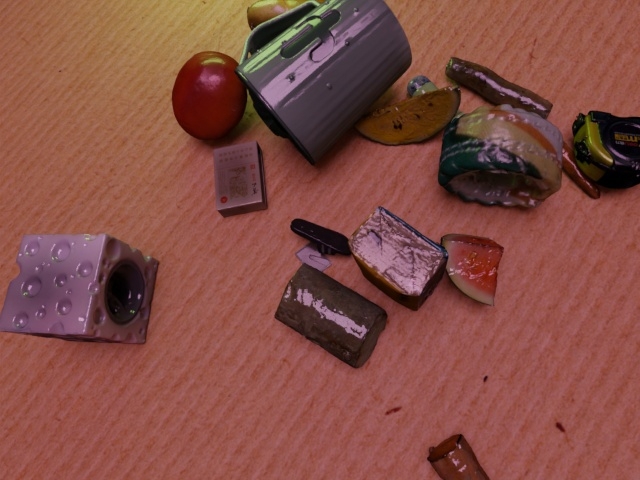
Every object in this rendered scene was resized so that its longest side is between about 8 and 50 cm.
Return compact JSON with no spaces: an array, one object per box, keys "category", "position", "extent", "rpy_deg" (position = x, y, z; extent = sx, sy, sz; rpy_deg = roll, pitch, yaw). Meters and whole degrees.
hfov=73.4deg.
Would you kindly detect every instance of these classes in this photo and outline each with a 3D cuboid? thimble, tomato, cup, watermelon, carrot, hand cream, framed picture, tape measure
[{"category":"thimble","position":[0.432,-0.191,1.031],"extent":[0.287,0.254,0.168],"rpy_deg":[16,77,-13]},{"category":"tomato","position":[-0.328,-0.426,1.253],"extent":[0.259,0.179,0.260],"rpy_deg":[-22,58,39]},{"category":"cup","position":[-0.021,-0.461,1.121],"extent":[0.392,0.310,0.401],"rpy_deg":[-40,94,3]},{"category":"watermelon","position":[0.362,0.066,1.019],"extent":[0.137,0.192,0.146],"rpy_deg":[18,107,53]},{"category":"carrot","position":[0.652,-0.186,1.101],"extent":[0.047,0.047,0.191],"rpy_deg":[-30,71,-1]},{"category":"hand cream","position":[0.319,-0.397,1.229],"extent":[0.095,0.046,0.175],"rpy_deg":[-34,76,-3]},{"category":"watermelon","position":[0.245,-0.341,1.166],"extent":[0.300,0.129,0.123],"rpy_deg":[-11,76,33]},{"category":"framed picture","position":[-0.019,0.049,1.155],"extent":[0.066,0.007,0.089],"rpy_deg":[-38,70,-4]},{"category":"carrot","position":[0.333,0.539,0.886],"extent":[0.101,0.102,0.263],"rpy_deg":[-34,71,-3]},{"category":"tape measure","position":[0.717,-0.216,1.048],"extent":[0.198,0.112,0.186],"rpy_deg":[9,61,8]}]

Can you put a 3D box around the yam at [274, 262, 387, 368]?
[{"category":"yam","position":[0.019,0.175,1.031],"extent":[0.267,0.161,0.161],"rpy_deg":[30,79,15]}]

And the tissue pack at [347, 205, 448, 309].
[{"category":"tissue pack","position":[0.176,0.054,0.982],"extent":[0.192,0.271,0.134],"rpy_deg":[37,85,20]}]

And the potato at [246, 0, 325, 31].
[{"category":"potato","position":[-0.071,-0.664,1.315],"extent":[0.299,0.173,0.140],"rpy_deg":[0,77,3]}]

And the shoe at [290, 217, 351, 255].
[{"category":"shoe","position":[0.000,0.000,1.143],"extent":[0.179,0.049,0.071],"rpy_deg":[24,40,6]}]

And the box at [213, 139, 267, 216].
[{"category":"box","position":[-0.233,-0.179,1.241],"extent":[0.140,0.058,0.201],"rpy_deg":[-12,69,6]}]

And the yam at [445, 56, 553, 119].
[{"category":"yam","position":[0.491,-0.422,1.194],"extent":[0.317,0.067,0.071],"rpy_deg":[36,53,19]}]

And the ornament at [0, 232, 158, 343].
[{"category":"ornament","position":[-0.600,0.131,1.103],"extent":[0.239,0.240,0.239],"rpy_deg":[0,71,11]}]
